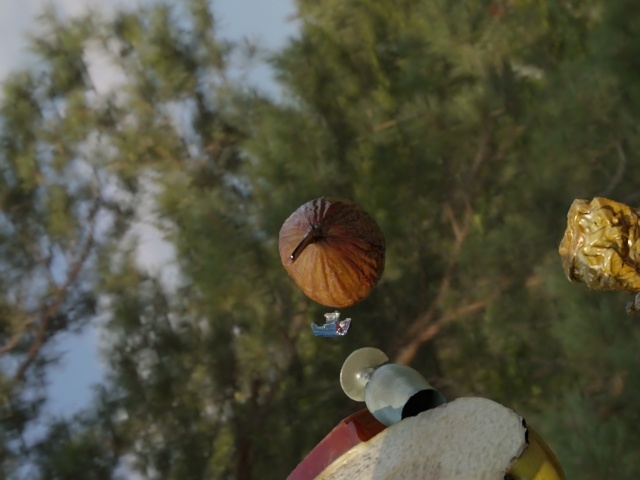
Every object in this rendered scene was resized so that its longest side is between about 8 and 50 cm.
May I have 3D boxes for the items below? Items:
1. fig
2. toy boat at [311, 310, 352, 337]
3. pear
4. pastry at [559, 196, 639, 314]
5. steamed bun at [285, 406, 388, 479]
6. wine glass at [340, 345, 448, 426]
[{"bbox_3d":[0.000,0.000,1.552,0.146,0.134,0.201,38,180,25],"label":"fig"},{"bbox_3d":[0.018,0.116,1.726,0.038,0.083,0.038,5,-100,-34],"label":"toy boat"},{"bbox_3d":[0.144,0.377,1.534,0.191,0.386,0.340,49,-130,-18],"label":"pear"},{"bbox_3d":[0.442,0.020,1.758,0.250,0.102,0.154,8,-105,-42],"label":"pastry"},{"bbox_3d":[0.113,0.432,2.127,0.235,0.379,0.248,-24,-109,-34],"label":"steamed bun"},{"bbox_3d":[0.109,0.224,1.816,0.093,0.093,0.202,64,166,-22],"label":"wine glass"}]
